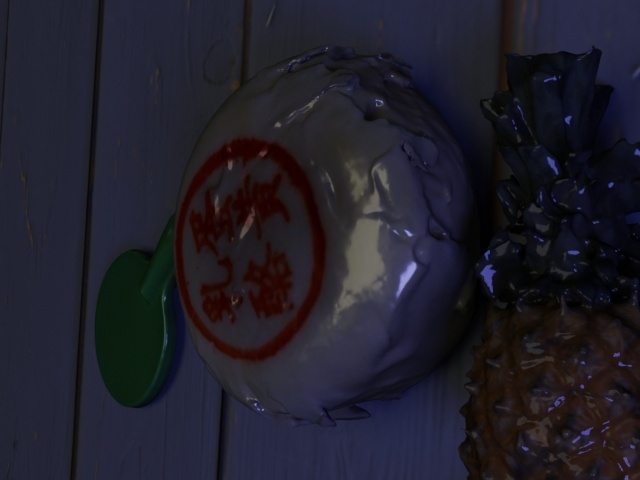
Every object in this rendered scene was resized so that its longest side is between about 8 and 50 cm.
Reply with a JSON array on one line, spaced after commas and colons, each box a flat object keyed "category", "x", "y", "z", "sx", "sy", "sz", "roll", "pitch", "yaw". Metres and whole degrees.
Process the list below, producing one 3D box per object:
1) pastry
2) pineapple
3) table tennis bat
[{"category": "pastry", "x": 0.000, "y": -0.002, "z": 0.581, "sx": 0.264, "sy": 0.133, "sz": 0.265, "roll": -5, "pitch": 82, "yaw": 43}, {"category": "pineapple", "x": 0.134, "y": 0.023, "z": 0.443, "sx": 0.128, "sy": 0.128, "sz": 0.248, "roll": -8, "pitch": 78, "yaw": 47}, {"category": "table tennis bat", "x": -0.175, "y": 0.063, "z": 0.835, "sx": 0.257, "sy": 0.039, "sz": 0.160, "roll": -55, "pitch": 51, "yaw": 36}]
